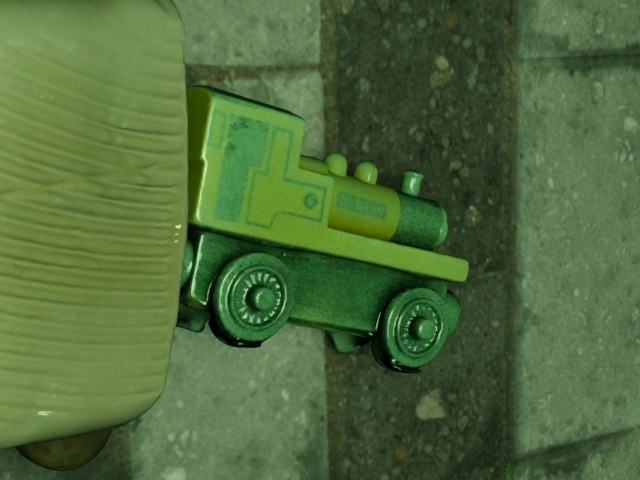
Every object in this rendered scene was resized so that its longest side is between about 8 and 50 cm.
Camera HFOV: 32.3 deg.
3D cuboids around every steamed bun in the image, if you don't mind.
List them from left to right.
[{"bbox_3d":[-0.252,-0.035,0.920,0.247,0.236,0.383,-8,109,-39],"label":"steamed bun"}]

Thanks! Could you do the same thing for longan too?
[{"bbox_3d":[-0.240,0.153,1.035,0.106,0.106,0.119,40,64,-29],"label":"longan"}]

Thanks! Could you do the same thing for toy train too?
[{"bbox_3d":[0.000,0.000,1.127,0.369,0.150,0.237,13,86,-33],"label":"toy train"}]
